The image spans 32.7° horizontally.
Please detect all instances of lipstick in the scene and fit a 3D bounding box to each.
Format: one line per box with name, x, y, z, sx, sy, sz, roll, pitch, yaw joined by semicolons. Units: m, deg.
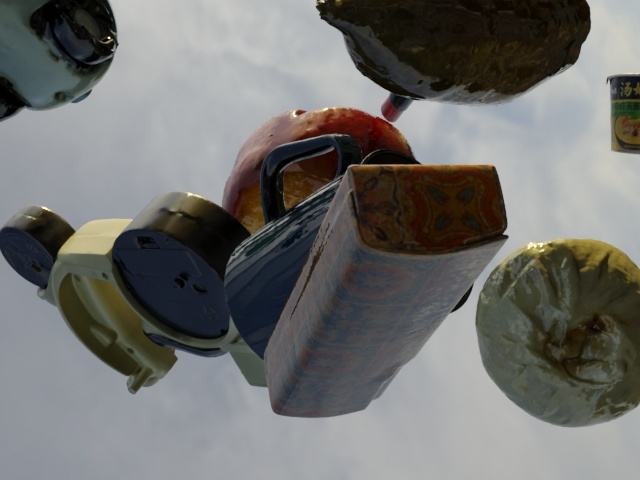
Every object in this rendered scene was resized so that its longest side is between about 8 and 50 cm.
lipstick;0.134;-0.221;1.401;0.053;0.234;0.053;7;-115;-16

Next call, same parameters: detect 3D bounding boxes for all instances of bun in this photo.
bun;0.275;0.101;1.164;0.222;0.222;0.127;64;173;-12

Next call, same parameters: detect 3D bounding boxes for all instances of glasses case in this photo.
glasses case;0.026;0.036;0.584;0.075;0.218;0.049;0;-118;-15

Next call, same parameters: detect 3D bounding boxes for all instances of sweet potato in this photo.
sweet potato;0.141;-0.209;1.122;0.370;0.158;0.158;-17;-92;-44

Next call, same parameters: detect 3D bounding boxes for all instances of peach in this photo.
peach;0.000;0.000;1.411;0.281;0.281;0.338;10;-92;-57

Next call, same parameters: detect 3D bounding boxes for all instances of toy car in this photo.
toy car;-0.326;-0.263;1.156;0.255;0.188;0.190;47;-151;-32

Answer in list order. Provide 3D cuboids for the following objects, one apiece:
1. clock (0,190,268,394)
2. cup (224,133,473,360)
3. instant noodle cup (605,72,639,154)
clock;-0.201;0.069;1.292;0.120;0.379;0.276;-51;-56;-36
cup;0.017;0.006;0.754;0.113;0.138;0.150;29;-131;-33
instant noodle cup;0.518;-0.194;1.705;0.151;0.151;0.122;6;-90;-58
